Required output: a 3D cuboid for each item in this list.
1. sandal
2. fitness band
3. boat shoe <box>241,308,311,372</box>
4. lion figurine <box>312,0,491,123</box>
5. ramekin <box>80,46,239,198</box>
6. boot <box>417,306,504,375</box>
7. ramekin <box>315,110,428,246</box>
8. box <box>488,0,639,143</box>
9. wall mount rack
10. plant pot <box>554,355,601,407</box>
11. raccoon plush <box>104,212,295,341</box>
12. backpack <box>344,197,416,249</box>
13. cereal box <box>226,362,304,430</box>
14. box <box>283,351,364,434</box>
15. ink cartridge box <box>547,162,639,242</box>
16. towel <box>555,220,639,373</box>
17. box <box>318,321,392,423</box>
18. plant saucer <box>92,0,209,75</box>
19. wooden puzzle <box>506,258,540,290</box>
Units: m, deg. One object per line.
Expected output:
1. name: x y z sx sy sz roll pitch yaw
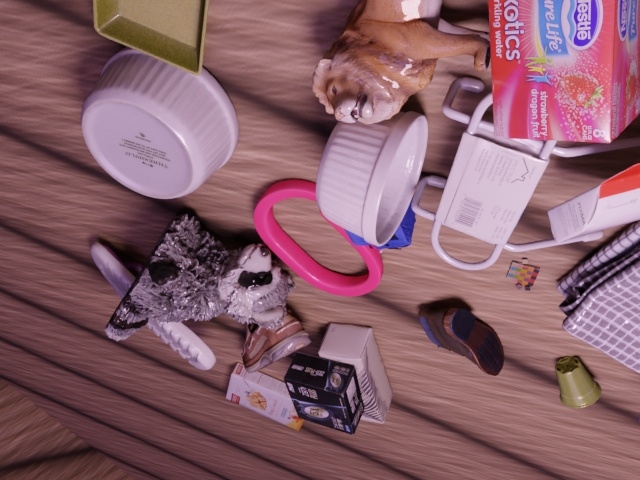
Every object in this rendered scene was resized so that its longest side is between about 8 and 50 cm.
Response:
1. sandal: -0.402 0.151 1.570 0.416 0.102 0.169 49 151 -8
2. fitness band: 0.000 0.000 1.237 0.209 0.054 0.291 -21 122 44
3. boat shoe: -0.122 0.234 1.524 0.117 0.123 0.324 62 147 7
4. lion figurine: 0.103 -0.325 0.773 0.240 0.142 0.393 15 123 23
5. ramekin: -0.289 -0.193 1.105 0.272 0.127 0.273 14 139 12
6. boot: 0.294 0.201 1.309 0.106 0.082 0.219 8 147 52
7. ramekin: 0.077 -0.106 0.964 0.108 0.207 0.207 21 141 18
8. box: 0.255 -0.240 0.649 0.128 0.122 0.257 11 121 37
9. wall mount rack: 0.305 -0.090 0.929 0.303 0.131 0.350 21 141 10
10. plant pot: 0.510 0.278 1.271 0.083 0.083 0.079 -14 114 37
11. raccoon plush: -0.255 0.127 1.388 0.299 0.216 0.446 31 141 -15
12. backpack: 0.101 -0.031 1.110 0.120 0.098 0.101 -3 137 28
13. cereal box: -0.149 0.450 1.809 0.240 0.047 0.173 22 140 3
14. box: 0.012 0.352 1.449 0.147 0.078 0.180 11 140 23
15. ink cartridge box: 0.423 -0.061 0.798 0.188 0.066 0.232 -15 176 -6
16. towel: 0.561 0.115 1.021 0.283 0.121 0.235 29 140 -5
17. box: 0.089 0.319 1.507 0.113 0.094 0.275 3 136 26
18. plant saucer: -0.249 -0.368 0.955 0.188 0.045 0.188 23 140 1
19. wooden puzzle: 0.367 0.061 1.148 0.049 0.006 0.083 16 140 11
